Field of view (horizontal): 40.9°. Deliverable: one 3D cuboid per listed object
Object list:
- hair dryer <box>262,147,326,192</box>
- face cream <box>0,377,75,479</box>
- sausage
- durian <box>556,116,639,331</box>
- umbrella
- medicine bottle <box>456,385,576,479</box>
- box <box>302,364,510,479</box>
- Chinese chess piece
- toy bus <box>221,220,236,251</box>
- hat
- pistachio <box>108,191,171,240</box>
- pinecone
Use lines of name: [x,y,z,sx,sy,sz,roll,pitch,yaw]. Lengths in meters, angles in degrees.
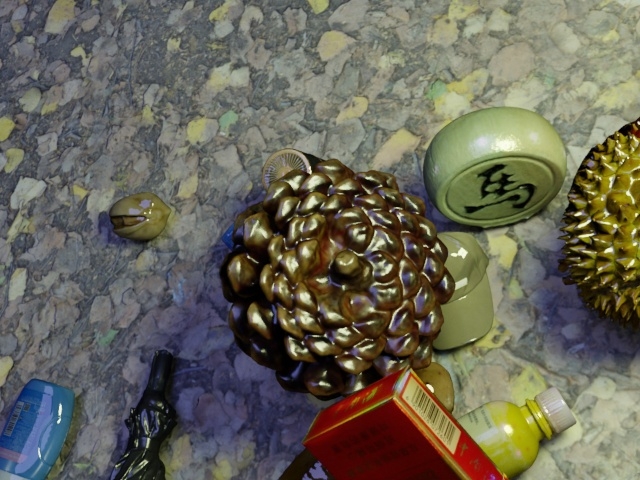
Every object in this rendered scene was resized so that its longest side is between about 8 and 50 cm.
hair dryer: [0.000,0.000,1.682,0.107,0.189,0.352,-17,82,21]
face cream: [-0.595,0.420,1.752,0.149,0.083,0.264,8,69,29]
sausage: [0.031,0.391,1.459,0.501,0.123,0.136,-45,89,-2]
durian: [0.540,-0.033,1.306,0.384,0.347,0.347,-31,56,8]
umbrella: [-0.334,0.373,1.658,0.118,0.118,0.340,-7,57,21]
medicine bottle: [0.299,0.313,1.374,0.212,0.122,0.122,-30,56,7]
box: [0.150,0.356,1.290,0.197,0.313,0.089,-35,10,34]
Chinese chess piece: [0.306,-0.125,1.513,0.250,0.250,0.101,-16,55,17]
toy bus: [-0.105,0.043,1.711,0.079,0.094,0.236,-45,56,-1]
hat: [0.224,0.089,1.526,0.166,0.144,0.173,-23,35,15]
pistachio: [-0.403,-0.054,1.897,0.149,0.113,0.113,2,66,33]
pinecone: [0.024,0.081,1.436,0.398,0.398,0.398,-10,61,20]
